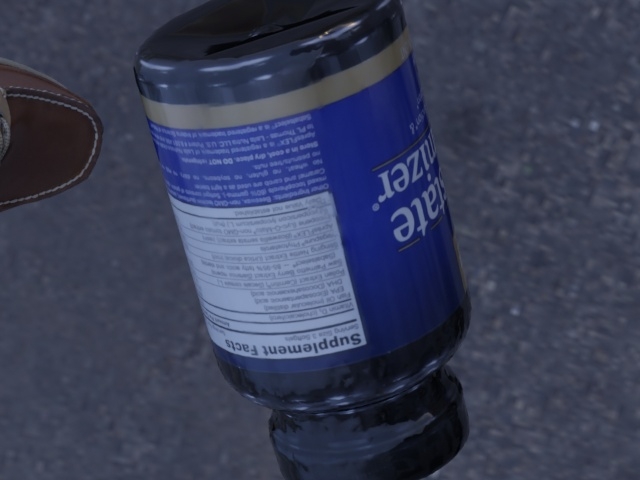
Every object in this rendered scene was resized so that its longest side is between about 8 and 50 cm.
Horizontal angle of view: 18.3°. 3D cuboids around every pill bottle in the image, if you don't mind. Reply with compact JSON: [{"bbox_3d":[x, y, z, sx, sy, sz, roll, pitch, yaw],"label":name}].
[{"bbox_3d":[0.000,0.000,0.899,0.123,0.123,0.219,9,122,45],"label":"pill bottle"}]

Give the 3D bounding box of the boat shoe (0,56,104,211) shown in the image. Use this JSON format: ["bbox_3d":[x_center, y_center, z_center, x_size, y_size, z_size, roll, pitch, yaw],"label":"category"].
[{"bbox_3d":[-0.252,-0.049,1.229,0.116,0.324,0.123,24,110,37],"label":"boat shoe"}]
